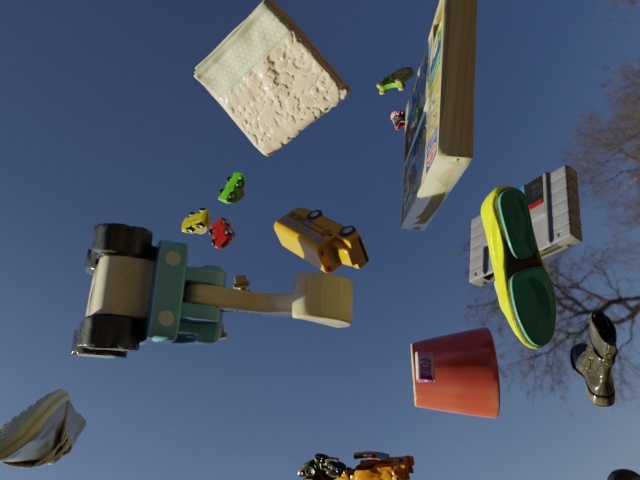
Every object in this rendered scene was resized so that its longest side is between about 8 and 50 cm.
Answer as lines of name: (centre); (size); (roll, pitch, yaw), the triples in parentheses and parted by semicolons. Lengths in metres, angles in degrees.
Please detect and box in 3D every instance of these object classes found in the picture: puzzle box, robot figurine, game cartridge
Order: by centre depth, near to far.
puzzle box: (0.192, -0.193, 0.983); (0.052, 0.272, 0.409); (4, -14, 1)
robot figurine: (0.086, 0.579, 1.306); (0.085, 0.290, 0.211); (-14, -91, -63)
game cartridge: (0.544, -0.036, 1.564); (0.068, 0.230, 0.355); (20, -32, -23)

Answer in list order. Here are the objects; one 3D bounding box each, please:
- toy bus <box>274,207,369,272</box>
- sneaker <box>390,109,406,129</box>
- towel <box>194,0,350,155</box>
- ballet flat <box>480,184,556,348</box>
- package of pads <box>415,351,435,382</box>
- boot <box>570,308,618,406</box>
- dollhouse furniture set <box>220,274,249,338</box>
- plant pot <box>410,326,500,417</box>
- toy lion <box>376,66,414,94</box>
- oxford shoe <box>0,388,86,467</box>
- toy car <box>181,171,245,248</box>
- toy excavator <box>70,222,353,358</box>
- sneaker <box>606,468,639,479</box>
toy bus: (0.000, 0.000, 1.734); (0.130, 0.332, 0.108); (-34, -56, -20)
sneaker: (0.252, -0.332, 1.554); (0.119, 0.057, 0.047); (-15, -29, 17)
towel: (-0.137, -0.418, 1.516); (0.331, 0.053, 0.317); (-30, -67, 37)
ballet flat: (0.276, 0.036, 0.816); (0.077, 0.077, 0.231); (-10, -94, -17)
package of pads: (0.292, 0.353, 1.597); (0.050, 0.083, 0.032); (1, -28, 2)
boot: (0.738, 0.283, 1.521); (0.091, 0.263, 0.229); (-5, -66, 9)
dollhouse furniture set: (-0.344, 0.225, 1.628); (0.303, 0.174, 0.355); (-8, -16, -9)
plant pot: (0.405, 0.408, 1.758); (0.243, 0.275, 0.275); (-5, -52, 8)
toy lion: (0.225, -0.478, 1.689); (0.034, 0.100, 0.096); (58, -137, -35)
oxford shoe: (-0.571, 0.399, 1.178); (0.169, 0.449, 0.130); (-32, -92, -21)
toy car: (-0.273, -0.089, 1.623); (0.053, 0.239, 0.225); (39, -103, -42)
toy excavator: (-0.213, 0.110, 1.089); (0.444, 0.433, 0.223); (9, -108, -25)
sneaker: (0.404, 0.408, 0.731); (0.083, 0.224, 0.098); (-12, -16, -22)
